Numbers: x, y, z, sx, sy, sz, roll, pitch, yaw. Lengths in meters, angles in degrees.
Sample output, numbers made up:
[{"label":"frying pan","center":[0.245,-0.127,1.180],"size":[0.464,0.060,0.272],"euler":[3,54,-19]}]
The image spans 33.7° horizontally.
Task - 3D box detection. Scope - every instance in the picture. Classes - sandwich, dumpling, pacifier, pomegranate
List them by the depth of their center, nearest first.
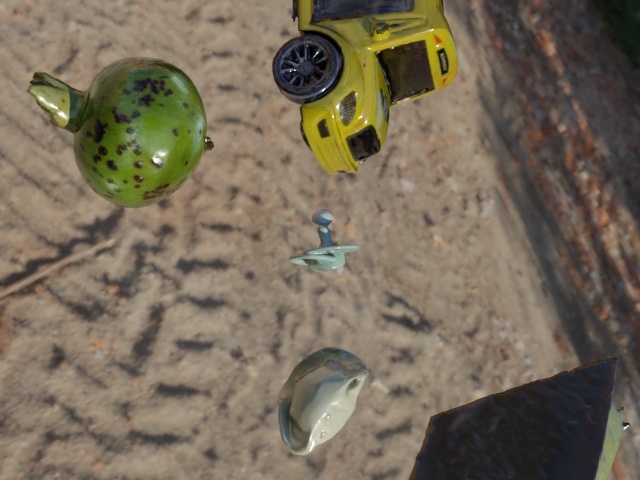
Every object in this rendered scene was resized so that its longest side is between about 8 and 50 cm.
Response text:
[{"label":"sandwich","center":[0.068,0.157,0.476],"size":[0.094,0.096,0.258],"euler":[92,22,-45]},{"label":"pomegranate","center":[-0.274,-0.157,1.450],"size":[0.263,0.211,0.211],"euler":[15,43,-14]},{"label":"dumpling","center":[-0.014,0.249,1.693],"size":[0.134,0.169,0.100],"euler":[32,12,38]},{"label":"pacifier","center":[0.000,0.000,1.962],"size":[0.150,0.126,0.117],"euler":[157,-75,-77]}]

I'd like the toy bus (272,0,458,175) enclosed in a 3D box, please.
[{"label":"toy bus","center":[0.039,-0.231,0.940],"size":[0.145,0.151,0.331],"euler":[59,27,-70]}]
